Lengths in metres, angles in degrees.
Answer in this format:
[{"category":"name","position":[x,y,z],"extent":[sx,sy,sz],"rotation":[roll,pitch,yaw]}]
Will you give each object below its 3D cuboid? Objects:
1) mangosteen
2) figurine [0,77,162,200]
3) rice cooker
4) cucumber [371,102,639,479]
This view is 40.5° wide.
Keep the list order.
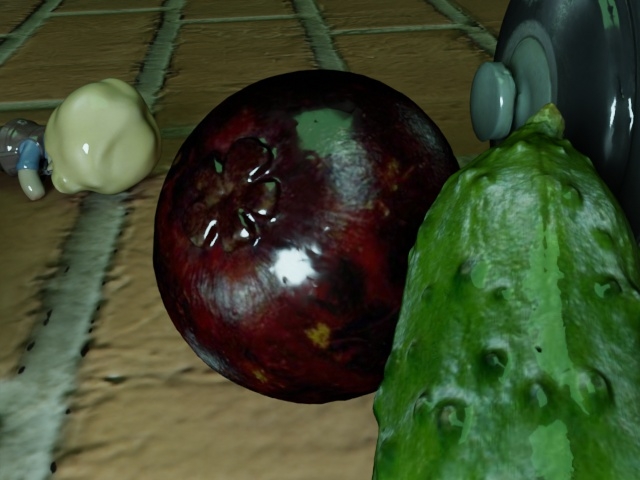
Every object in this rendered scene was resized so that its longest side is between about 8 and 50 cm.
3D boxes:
[{"category":"mangosteen","position":[0.000,0.000,0.523],"extent":[0.209,0.210,0.210],"rotation":[-2,25,1]},{"category":"figurine","position":[-0.252,-0.089,0.852],"extent":[0.196,0.108,0.114],"rotation":[-12,10,22]},{"category":"rice cooker","position":[0.256,-0.099,0.629],"extent":[0.316,0.264,0.317],"rotation":[-3,-15,-1]},{"category":"cucumber","position":[0.095,0.033,0.393],"extent":[0.134,0.134,0.244],"rotation":[4,54,12]}]
